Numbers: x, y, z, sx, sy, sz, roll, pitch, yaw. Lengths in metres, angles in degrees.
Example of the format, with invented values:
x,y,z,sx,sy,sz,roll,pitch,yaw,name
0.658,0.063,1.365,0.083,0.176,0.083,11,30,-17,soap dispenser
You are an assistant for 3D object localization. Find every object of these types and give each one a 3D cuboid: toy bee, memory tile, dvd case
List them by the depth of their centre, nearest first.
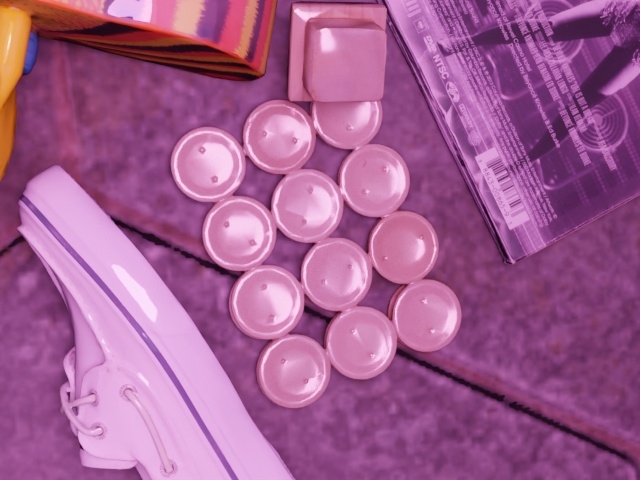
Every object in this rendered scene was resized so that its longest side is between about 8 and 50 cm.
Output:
x,y,z,sx,sy,sz,roll,pitch,yaw,name
-0.153,-0.115,0.524,0.298,0.162,0.195,-12,93,-14,toy bee
0.000,0.000,0.638,0.113,0.012,0.148,-23,95,-12,memory tile
0.155,-0.111,0.669,0.221,0.018,0.165,-28,96,-10,dvd case

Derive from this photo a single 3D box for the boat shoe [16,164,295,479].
x,y,z,sx,sy,sz,roll,pitch,yaw,name
-0.080,0.076,0.584,0.075,0.083,0.226,-36,99,-11,boat shoe

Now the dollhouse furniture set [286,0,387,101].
x,y,z,sx,sy,sz,roll,pitch,yaw,name
0.132,-0.253,0.634,0.303,0.174,0.356,0,111,-12,dollhouse furniture set
